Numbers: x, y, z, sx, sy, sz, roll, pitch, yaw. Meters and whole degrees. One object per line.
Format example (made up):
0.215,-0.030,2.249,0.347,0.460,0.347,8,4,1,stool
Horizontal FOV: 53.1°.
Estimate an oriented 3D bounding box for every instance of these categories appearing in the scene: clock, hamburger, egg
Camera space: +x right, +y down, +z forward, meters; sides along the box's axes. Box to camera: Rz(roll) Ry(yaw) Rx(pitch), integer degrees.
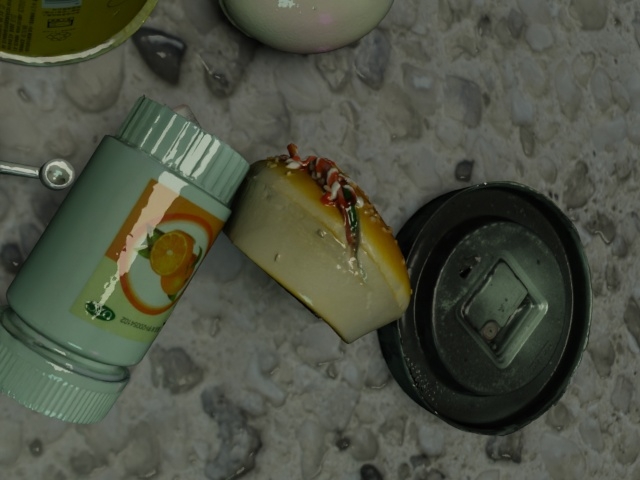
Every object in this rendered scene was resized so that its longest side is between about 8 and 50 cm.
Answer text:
0.260,0.101,0.994,0.386,0.076,0.387,0,91,-27,clock
0.000,0.000,0.743,0.151,0.295,0.227,-46,106,-7,hamburger
-0.022,-0.318,0.785,0.217,0.183,0.183,-22,101,-14,egg

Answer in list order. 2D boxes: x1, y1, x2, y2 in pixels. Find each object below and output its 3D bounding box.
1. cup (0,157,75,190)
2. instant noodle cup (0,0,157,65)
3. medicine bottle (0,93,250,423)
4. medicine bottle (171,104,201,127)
-0.391,-0.088,0.607,0.299,0.173,0.168,10,88,-27,cup
-0.278,-0.356,0.614,0.325,0.254,0.326,-1,92,-26,instant noodle cup
-0.213,0.015,0.683,0.158,0.158,0.318,32,87,-24,medicine bottle
-0.164,-0.117,0.787,0.052,0.052,0.089,-35,107,-22,medicine bottle
